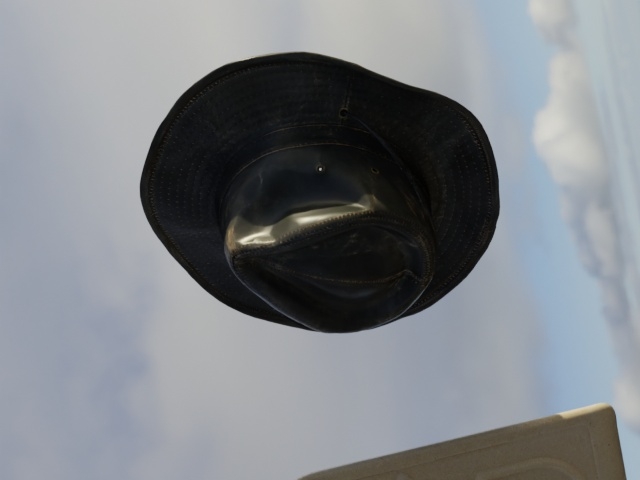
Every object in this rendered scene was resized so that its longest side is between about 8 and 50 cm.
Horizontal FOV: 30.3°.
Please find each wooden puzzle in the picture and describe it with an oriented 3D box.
[{"bbox_3d":[0.144,0.338,1.086,0.080,0.347,0.322,171,89,-69],"label":"wooden puzzle"}]

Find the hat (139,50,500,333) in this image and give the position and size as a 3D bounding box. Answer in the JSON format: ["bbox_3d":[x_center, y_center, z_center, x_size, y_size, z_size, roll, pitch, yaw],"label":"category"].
[{"bbox_3d":[0.000,0.000,1.043,0.134,0.331,0.331,-89,-20,-51],"label":"hat"}]
